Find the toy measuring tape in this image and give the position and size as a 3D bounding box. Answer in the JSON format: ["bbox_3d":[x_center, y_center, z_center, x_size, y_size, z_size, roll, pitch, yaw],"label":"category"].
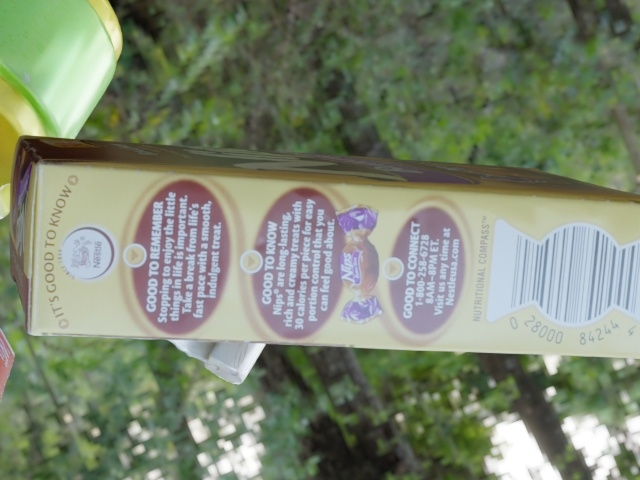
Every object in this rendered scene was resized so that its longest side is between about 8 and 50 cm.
[{"bbox_3d":[-0.098,-0.039,0.613,0.121,0.330,0.121,-27,-142,23],"label":"toy measuring tape"}]

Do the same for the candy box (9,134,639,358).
[{"bbox_3d":[0.000,0.000,0.483,0.186,0.053,0.109,2,-173,-15],"label":"candy box"}]

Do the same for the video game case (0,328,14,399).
[{"bbox_3d":[-0.246,0.125,0.702,0.204,0.025,0.285,-25,-167,0],"label":"video game case"}]
